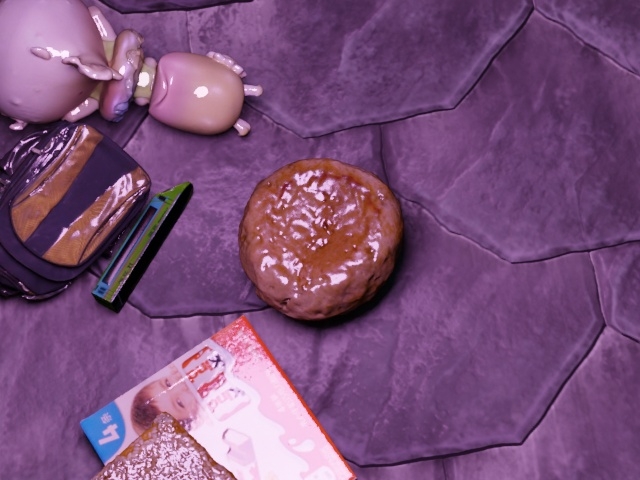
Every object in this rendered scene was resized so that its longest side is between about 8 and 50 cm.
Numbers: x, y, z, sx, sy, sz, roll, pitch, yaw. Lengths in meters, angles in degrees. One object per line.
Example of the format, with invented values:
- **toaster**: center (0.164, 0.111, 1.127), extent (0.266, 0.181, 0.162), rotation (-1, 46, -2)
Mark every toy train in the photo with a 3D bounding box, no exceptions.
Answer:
- **toy train**: center (-0.248, -0.001, 1.873), extent (0.042, 0.044, 0.209), rotation (26, 71, 14)

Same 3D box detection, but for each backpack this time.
- **backpack**: center (-0.370, -0.036, 1.834), extent (0.206, 0.133, 0.258), rotation (42, 83, -23)

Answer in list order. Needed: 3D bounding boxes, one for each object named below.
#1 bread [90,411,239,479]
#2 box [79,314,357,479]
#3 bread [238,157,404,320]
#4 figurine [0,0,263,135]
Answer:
- **bread**: center (-0.172, 0.353, 1.644), extent (0.234, 0.110, 0.184), rotation (40, 75, 16)
- **box**: center (-0.134, 0.277, 1.751), extent (0.265, 0.048, 0.273), rotation (-34, 71, -9)
- **bread**: center (0.000, 0.000, 1.818), extent (0.230, 0.123, 0.230), rotation (-3, 71, 7)
- **figurine**: center (-0.277, -0.226, 1.872), extent (0.394, 0.274, 0.226), rotation (15, 98, -10)
